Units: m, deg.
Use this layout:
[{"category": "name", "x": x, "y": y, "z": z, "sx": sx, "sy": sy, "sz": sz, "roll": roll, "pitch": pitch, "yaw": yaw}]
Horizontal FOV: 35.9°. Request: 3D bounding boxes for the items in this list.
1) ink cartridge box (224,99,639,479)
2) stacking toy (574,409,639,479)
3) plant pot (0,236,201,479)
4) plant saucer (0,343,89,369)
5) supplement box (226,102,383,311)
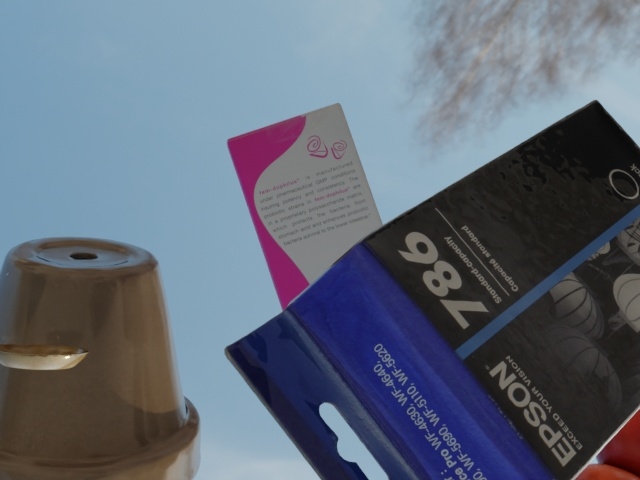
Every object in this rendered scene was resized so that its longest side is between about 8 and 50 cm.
[{"category": "ink cartridge box", "x": 0.119, "y": 0.040, "z": 0.574, "sx": 0.333, "sy": 0.065, "sz": 0.165, "roll": -32, "pitch": -102, "yaw": -40}, {"category": "stacking toy", "x": 0.231, "y": 0.280, "z": 0.858, "sx": 0.141, "sy": 0.141, "sz": 0.330, "roll": 33, "pitch": -114, "yaw": -2}, {"category": "plant pot", "x": -0.243, "y": 0.122, "z": 1.005, "sx": 0.263, "sy": 0.229, "sz": 0.263, "roll": 6, "pitch": -168, "yaw": -1}, {"category": "plant saucer", "x": -0.240, "y": 0.099, "z": 0.839, "sx": 0.083, "sy": 0.083, "sz": 0.015, "roll": 5, "pitch": -91, "yaw": -33}, {"category": "supplement box", "x": 0.000, "y": 0.000, "z": 0.924, "sx": 0.111, "sy": 0.114, "sz": 0.220, "roll": -18, "pitch": -95, "yaw": -3}]
